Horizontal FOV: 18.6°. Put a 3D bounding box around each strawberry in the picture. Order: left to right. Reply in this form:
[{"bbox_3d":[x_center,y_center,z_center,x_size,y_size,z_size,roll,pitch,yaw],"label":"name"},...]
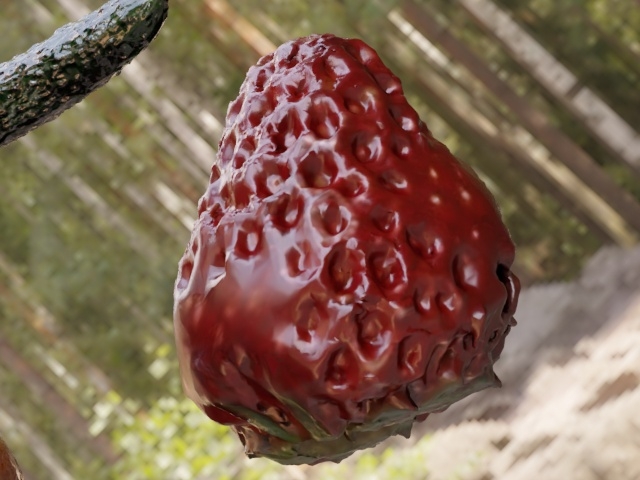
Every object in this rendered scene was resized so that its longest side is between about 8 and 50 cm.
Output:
[{"bbox_3d":[0.000,0.000,1.618,0.295,0.345,0.317,-18,-11,-2],"label":"strawberry"}]

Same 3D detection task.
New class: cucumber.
[{"bbox_3d":[-0.225,-0.137,1.632,0.293,0.067,0.067,-26,4,30],"label":"cucumber"}]

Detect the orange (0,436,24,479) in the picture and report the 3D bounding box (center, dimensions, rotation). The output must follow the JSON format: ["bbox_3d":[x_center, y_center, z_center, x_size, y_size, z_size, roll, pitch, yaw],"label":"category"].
[{"bbox_3d":[-0.378,0.213,1.655,0.261,0.261,0.261,-46,-7,-7],"label":"orange"}]
